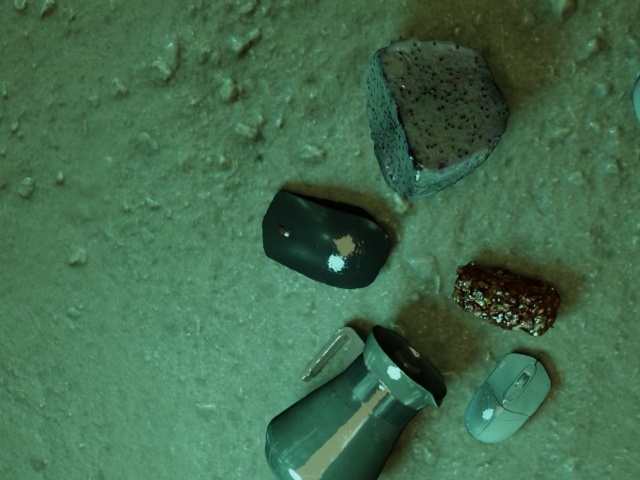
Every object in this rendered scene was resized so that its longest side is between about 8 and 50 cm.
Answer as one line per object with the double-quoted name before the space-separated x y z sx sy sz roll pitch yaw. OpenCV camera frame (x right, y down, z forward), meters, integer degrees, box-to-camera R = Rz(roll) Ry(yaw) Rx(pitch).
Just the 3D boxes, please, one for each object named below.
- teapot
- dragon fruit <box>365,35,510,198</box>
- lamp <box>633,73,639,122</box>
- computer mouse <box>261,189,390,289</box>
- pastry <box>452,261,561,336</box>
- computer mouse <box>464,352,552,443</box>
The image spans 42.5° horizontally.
"teapot" 0.061 0.349 1.684 0.344 0.253 0.300 -49 49 12
"dragon fruit" 0.217 -0.225 1.558 0.221 0.204 0.283 -16 75 -7
"lamp" 0.638 -0.276 1.361 0.247 0.301 0.247 0 121 58
"computer mouse" -0.001 0.001 1.716 0.295 0.087 0.168 17 106 19
"pastry" 0.357 0.115 1.598 0.208 0.115 0.097 16 115 15
"computer mouse" 0.371 0.318 1.640 0.113 0.068 0.229 36 108 10
